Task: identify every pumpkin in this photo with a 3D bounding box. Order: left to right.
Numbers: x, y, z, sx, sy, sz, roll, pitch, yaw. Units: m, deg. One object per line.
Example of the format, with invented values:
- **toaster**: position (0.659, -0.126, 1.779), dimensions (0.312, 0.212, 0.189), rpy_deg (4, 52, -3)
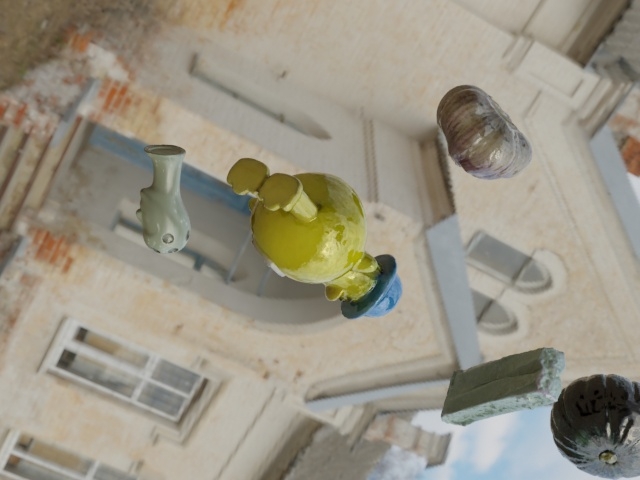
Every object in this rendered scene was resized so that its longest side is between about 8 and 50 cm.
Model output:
- **pumpkin**: position (0.477, 0.308, 1.506), dimensions (0.194, 0.194, 0.150), rpy_deg (-39, -151, 59)

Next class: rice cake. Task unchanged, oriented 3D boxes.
- **rice cake**: position (0.246, 0.200, 1.248), dimensions (0.226, 0.040, 0.085), rpy_deg (-32, -152, 56)

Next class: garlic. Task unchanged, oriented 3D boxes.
- **garlic**: position (0.229, -0.152, 1.327), dimensions (0.102, 0.159, 0.147), rpy_deg (-39, -147, 23)

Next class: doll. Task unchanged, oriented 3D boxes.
- **doll**: position (0.000, 0.000, 1.198), dimensions (0.199, 0.363, 0.145), rpy_deg (30, -100, 33)

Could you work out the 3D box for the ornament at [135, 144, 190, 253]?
- **ornament**: position (-0.231, -0.057, 1.338), dimensions (0.075, 0.081, 0.156), rpy_deg (-141, -129, -63)
